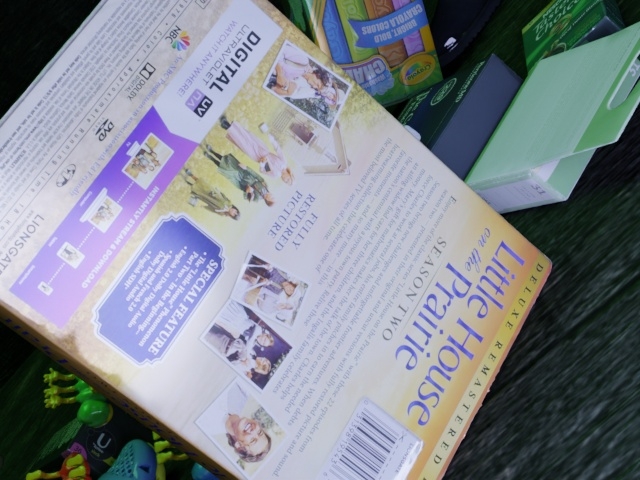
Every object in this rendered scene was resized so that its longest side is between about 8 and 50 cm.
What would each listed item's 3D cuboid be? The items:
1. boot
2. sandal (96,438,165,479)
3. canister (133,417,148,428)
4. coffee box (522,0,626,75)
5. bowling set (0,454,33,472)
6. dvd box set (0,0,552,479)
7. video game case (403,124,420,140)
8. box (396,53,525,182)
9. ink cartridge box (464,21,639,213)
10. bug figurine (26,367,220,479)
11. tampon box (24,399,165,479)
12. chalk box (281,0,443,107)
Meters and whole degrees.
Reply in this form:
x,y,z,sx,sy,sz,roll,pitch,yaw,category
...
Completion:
x,y,z,sx,sy,sz,roll,pitch,yaw,category
0.179,-0.412,1.585,0.246,0.207,0.094,-53,14,-3,boot
-0.309,0.374,1.292,0.317,0.138,0.126,-58,13,-30,sandal
-0.280,0.252,1.588,0.126,0.073,0.170,-38,4,-42,canister
0.278,-0.229,1.163,0.113,0.040,0.184,-43,16,28,coffee box
-0.646,0.489,1.939,0.287,0.200,0.154,-48,15,28,bowling set
-0.041,0.011,0.785,0.307,0.420,0.062,-58,19,-22,dvd box set
0.000,0.000,1.088,0.206,0.026,0.227,-25,33,61,video game case
0.111,-0.053,1.129,0.261,0.103,0.184,-57,18,-20,box
0.245,-0.116,0.962,0.171,0.056,0.235,-57,18,-19,ink cartridge box
-0.217,0.218,1.221,0.279,0.072,0.216,-22,64,24,bug figurine
-0.323,0.316,1.501,0.161,0.120,0.101,-36,20,46,tampon box
0.066,-0.285,1.585,0.179,0.289,0.180,-19,14,-8,chalk box
